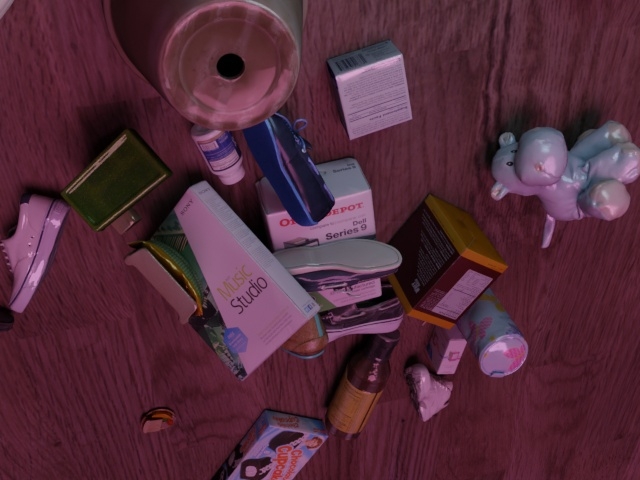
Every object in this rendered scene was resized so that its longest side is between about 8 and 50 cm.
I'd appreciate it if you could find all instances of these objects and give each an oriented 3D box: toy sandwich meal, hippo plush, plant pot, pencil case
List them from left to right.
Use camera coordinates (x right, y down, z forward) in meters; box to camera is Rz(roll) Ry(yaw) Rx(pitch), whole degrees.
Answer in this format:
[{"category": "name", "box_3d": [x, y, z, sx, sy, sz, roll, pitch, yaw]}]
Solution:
[{"category": "toy sandwich meal", "box_3d": [-0.394, 0.442, 1.714, 0.085, 0.029, 0.085, -9, 130, -11]}, {"category": "plant pot", "box_3d": [-0.150, -0.311, 1.026, 0.323, 0.280, 0.323, -10, 130, -12]}, {"category": "pencil case", "box_3d": [0.364, 0.187, 1.604, 0.113, 0.273, 0.124, 22, 111, -24]}, {"category": "hippo plush", "box_3d": [0.476, -0.160, 1.441, 0.236, 0.234, 0.294, 23, 161, -13]}]

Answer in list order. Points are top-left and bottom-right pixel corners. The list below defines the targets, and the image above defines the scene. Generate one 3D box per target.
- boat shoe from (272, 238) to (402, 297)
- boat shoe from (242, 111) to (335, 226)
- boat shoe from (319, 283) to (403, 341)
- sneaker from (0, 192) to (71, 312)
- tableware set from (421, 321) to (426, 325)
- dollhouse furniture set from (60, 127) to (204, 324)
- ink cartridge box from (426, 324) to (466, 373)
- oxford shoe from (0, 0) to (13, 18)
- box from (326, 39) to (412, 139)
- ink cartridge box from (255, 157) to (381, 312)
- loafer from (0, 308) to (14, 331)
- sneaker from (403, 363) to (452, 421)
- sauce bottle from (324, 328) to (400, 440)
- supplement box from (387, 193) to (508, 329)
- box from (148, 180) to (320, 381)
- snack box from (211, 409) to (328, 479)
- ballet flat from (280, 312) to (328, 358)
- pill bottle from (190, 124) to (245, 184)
[{"category": "boat shoe", "box_3d": [0.027, 0.059, 1.338, 0.254, 0.095, 0.079, -7, 128, -8]}, {"category": "boat shoe", "box_3d": [-0.059, -0.151, 1.250, 0.089, 0.109, 0.258, -36, 114, -28]}, {"category": "boat shoe", "box_3d": [0.040, 0.146, 1.579, 0.335, 0.121, 0.119, -5, 122, -28]}, {"category": "sneaker", "box_3d": [-0.542, 0.018, 1.300, 0.091, 0.094, 0.258, 24, 114, -12]}, {"category": "tableware set", "box_3d": [0.280, 0.091, 1.612, 0.039, 0.128, 0.194, 35, 115, -1]}, {"category": "dollhouse furniture set", "box_3d": [-0.262, -0.025, 1.202, 0.151, 0.197, 0.301, -41, 97, 1]}, {"category": "ink cartridge box", "box_3d": [0.316, 0.260, 1.762, 0.052, 0.088, 0.122, 2, 126, -16]}, {"category": "oxford shoe", "box_3d": [-0.601, -0.263, 1.026, 0.449, 0.169, 0.130, -43, 170, 7]}, {"category": "box", "box_3d": [0.089, -0.271, 1.271, 0.126, 0.072, 0.137, -19, 130, -3]}, {"category": "ink cartridge box", "box_3d": [0.000, 0.000, 1.427, 0.211, 0.121, 0.289, -15, 131, -5]}, {"category": "loafer", "box_3d": [-0.664, 0.124, 1.352, 0.170, 0.062, 0.061, 31, 109, -36]}, {"category": "sneaker", "box_3d": [0.292, 0.384, 1.868, 0.115, 0.090, 0.232, -25, 140, -6]}, {"category": "sauce bottle", "box_3d": [0.109, 0.349, 1.753, 0.111, 0.111, 0.344, 7, 124, -23]}, {"category": "supplement box", "box_3d": [0.253, 0.046, 1.501, 0.129, 0.191, 0.194, 21, 118, -33]}, {"category": "box", "box_3d": [-0.183, 0.081, 1.319, 0.322, 0.058, 0.232, 48, 124, 6]}, {"category": "snack box", "box_3d": [-0.142, 0.593, 1.899, 0.187, 0.060, 0.322, 19, 120, -30]}, {"category": "ballet flat", "box_3d": [-0.129, 0.138, 1.424, 0.116, 0.342, 0.124, -22, 116, -46]}, {"category": "pill bottle", "box_3d": [-0.181, -0.161, 1.274, 0.067, 0.067, 0.120, -23, 131, 1]}]
